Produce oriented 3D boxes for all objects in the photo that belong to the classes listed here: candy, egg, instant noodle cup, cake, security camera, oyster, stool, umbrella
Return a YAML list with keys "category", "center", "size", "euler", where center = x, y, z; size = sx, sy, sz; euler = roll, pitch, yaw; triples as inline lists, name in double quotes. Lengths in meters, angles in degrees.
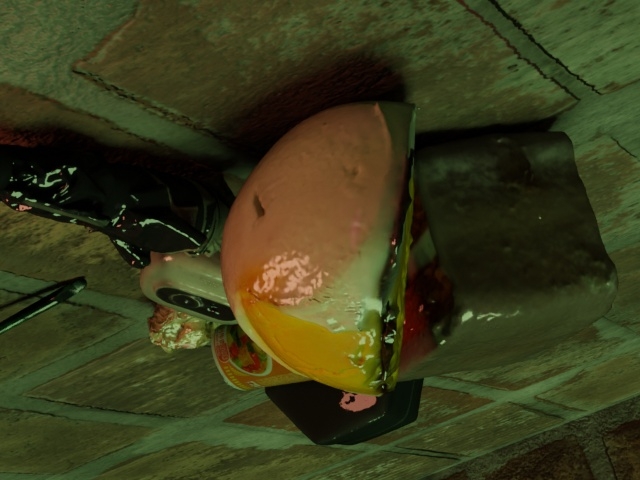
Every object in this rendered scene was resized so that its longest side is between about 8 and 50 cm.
- category: "candy"
  center: [-0.428, 0.128, 1.752]
  size: [0.323, 0.097, 0.097]
  euler: [-28, 159, 9]
- category: "egg"
  center: [0.000, 0.000, 1.470]
  size: [0.201, 0.337, 0.337]
  euler: [8, 159, 2]
- category: "instant noodle cup"
  center: [-0.049, 0.133, 1.958]
  size: [0.185, 0.168, 0.168]
  euler: [-21, 161, 32]
- category: "cake"
  center: [0.186, 0.027, 1.732]
  size: [0.230, 0.237, 0.309]
  euler: [-8, 161, -19]
- category: "security camera"
  center: [-0.066, 0.066, 1.682]
  size: [0.301, 0.080, 0.157]
  euler: [18, 151, -10]
- category: "oyster"
  center: [-0.159, 0.106, 1.892]
  size: [0.163, 0.081, 0.191]
  euler: [-11, 164, -27]
- category: "stool"
  center: [0.041, 0.186, 2.064]
  size: [0.232, 0.232, 0.141]
  euler: [-25, 160, 23]
- category: "umbrella"
  center: [-0.218, -0.033, 1.428]
  size: [0.113, 0.106, 0.357]
  euler: [-25, 159, 31]
